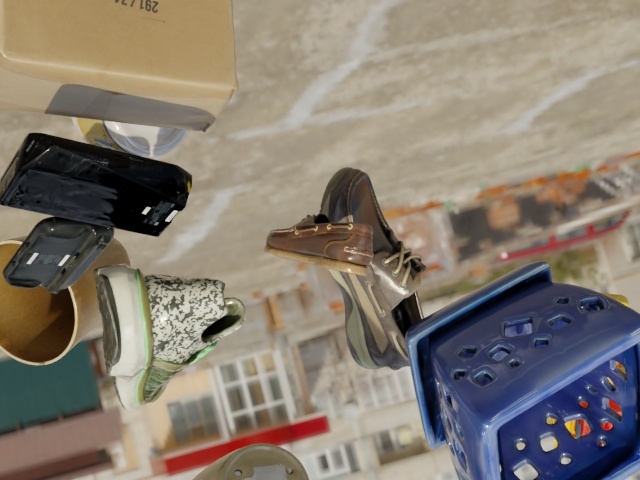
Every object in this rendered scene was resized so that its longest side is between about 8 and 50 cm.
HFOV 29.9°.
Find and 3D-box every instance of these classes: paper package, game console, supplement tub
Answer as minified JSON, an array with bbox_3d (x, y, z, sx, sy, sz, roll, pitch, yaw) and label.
[{"bbox_3d":[-0.290,-0.325,1.615,0.325,0.309,0.168,4,163,-25],"label":"paper package"},{"bbox_3d":[-0.328,-0.019,1.545,0.213,0.044,0.361,13,148,-27],"label":"game console"},{"bbox_3d":[-0.297,-0.202,1.863,0.144,0.144,0.200,-12,-170,-29],"label":"supplement tub"}]

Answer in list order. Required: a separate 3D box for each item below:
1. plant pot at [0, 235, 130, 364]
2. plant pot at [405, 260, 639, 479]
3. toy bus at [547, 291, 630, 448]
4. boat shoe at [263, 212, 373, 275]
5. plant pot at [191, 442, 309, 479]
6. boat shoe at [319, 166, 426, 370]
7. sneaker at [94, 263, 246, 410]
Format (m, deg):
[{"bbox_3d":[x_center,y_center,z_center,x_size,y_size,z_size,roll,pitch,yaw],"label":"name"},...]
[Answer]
[{"bbox_3d":[-0.477,0.080,2.249,0.237,0.237,0.254,-19,-174,31],"label":"plant pot"},{"bbox_3d":[0.237,0.174,1.397,0.236,0.236,0.212,-27,-140,-14],"label":"plant pot"},{"bbox_3d":[0.402,0.213,1.776,0.149,0.220,0.211,0,-156,1],"label":"toy bus"},{"bbox_3d":[0.000,0.000,1.602,0.073,0.073,0.207,9,180,-40],"label":"boat shoe"},{"bbox_3d":[-0.106,0.417,1.764,0.256,0.256,0.274,-12,149,-26],"label":"plant pot"},{"bbox_3d":[0.098,0.045,1.814,0.130,0.355,0.132,4,-142,28],"label":"boat shoe"},{"bbox_3d":[-0.187,0.129,1.577,0.182,0.158,0.410,-7,168,-6],"label":"sneaker"}]
